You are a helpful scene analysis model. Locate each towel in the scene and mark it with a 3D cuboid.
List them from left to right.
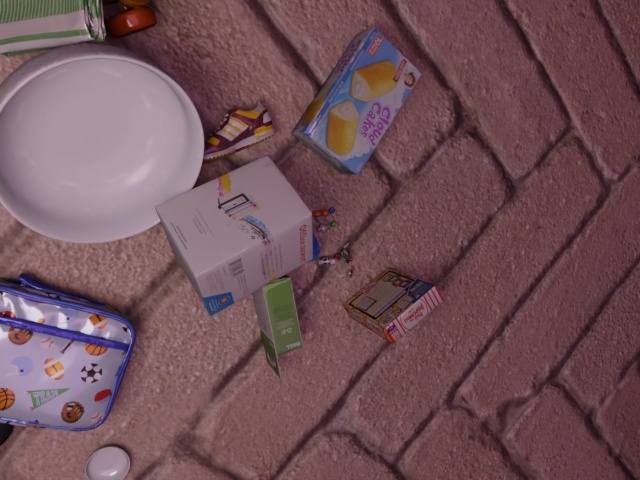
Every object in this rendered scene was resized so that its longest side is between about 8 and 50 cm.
[{"bbox_3d":[-0.444,-0.459,0.821,0.038,0.248,0.325,-25,115,-63],"label":"towel"}]

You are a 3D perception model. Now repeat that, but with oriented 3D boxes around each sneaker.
[{"bbox_3d":[-0.182,-0.212,1.055,0.185,0.069,0.084,-27,100,-24],"label":"sneaker"}]

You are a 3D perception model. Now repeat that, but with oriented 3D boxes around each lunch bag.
[{"bbox_3d":[-0.500,0.195,0.953,0.303,0.115,0.243,21,88,-26],"label":"lunch bag"}]

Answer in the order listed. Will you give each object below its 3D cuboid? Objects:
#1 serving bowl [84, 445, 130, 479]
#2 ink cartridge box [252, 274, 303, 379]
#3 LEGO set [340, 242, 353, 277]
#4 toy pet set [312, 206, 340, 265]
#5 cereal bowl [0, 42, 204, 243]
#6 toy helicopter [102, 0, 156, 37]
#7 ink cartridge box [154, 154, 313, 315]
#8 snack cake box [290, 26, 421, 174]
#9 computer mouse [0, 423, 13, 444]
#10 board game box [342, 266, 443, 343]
[{"bbox_3d":[-0.423,0.444,1.071,0.083,0.027,0.083,-4,99,-23],"label":"serving bowl"},{"bbox_3d":[-0.090,0.170,1.129,0.062,0.109,0.209,-15,104,-20],"label":"ink cartridge box"},{"bbox_3d":[0.057,0.044,1.213,0.023,0.054,0.083,-1,101,13],"label":"LEGO set"},{"bbox_3d":[0.000,0.000,1.165,0.114,0.065,0.122,-13,103,-22],"label":"toy pet set"},{"bbox_3d":[-0.375,-0.167,0.898,0.339,0.141,0.339,-22,137,-22],"label":"cereal bowl"},{"bbox_3d":[-0.215,-0.468,0.901,0.355,0.235,0.140,-29,113,-20],"label":"toy helicopter"},{"bbox_3d":[-0.151,-0.011,1.006,0.232,0.168,0.171,-28,153,-18],"label":"ink cartridge box"},{"bbox_3d":[0.077,-0.289,1.139,0.152,0.089,0.264,34,84,-24],"label":"snack cake box"},{"bbox_3d":[-0.651,0.425,0.950,0.262,0.060,0.184,-33,109,-15],"label":"computer mouse"},{"bbox_3d":[0.153,0.136,1.184,0.147,0.193,0.045,-37,112,-14],"label":"board game box"}]
